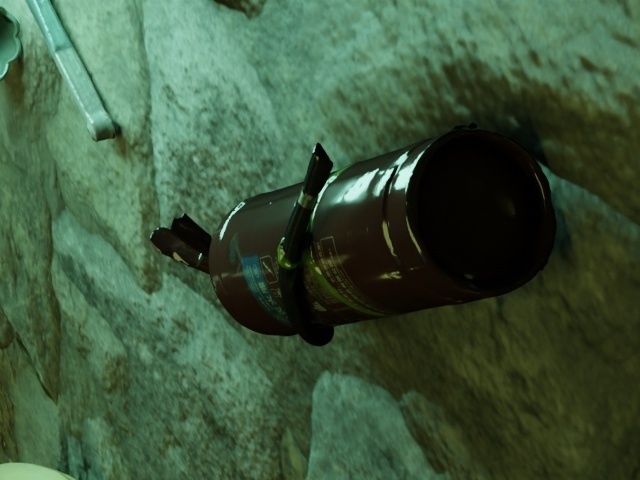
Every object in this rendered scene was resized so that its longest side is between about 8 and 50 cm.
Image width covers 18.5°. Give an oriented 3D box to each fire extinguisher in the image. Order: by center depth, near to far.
[{"bbox_3d":[0.000,0.000,1.200,0.141,0.105,0.341,39,157,-18],"label":"fire extinguisher"}]

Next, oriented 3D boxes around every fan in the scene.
[{"bbox_3d":[-0.232,-0.195,1.609,0.282,0.023,0.057,63,150,18],"label":"fan"}]

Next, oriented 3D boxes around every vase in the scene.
[{"bbox_3d":[-0.326,-0.198,1.720,0.148,0.081,0.081,44,142,48],"label":"vase"}]

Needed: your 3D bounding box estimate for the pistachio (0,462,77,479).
[{"bbox_3d":[-0.249,0.345,1.795,0.318,0.214,0.193,44,-174,26],"label":"pistachio"}]
